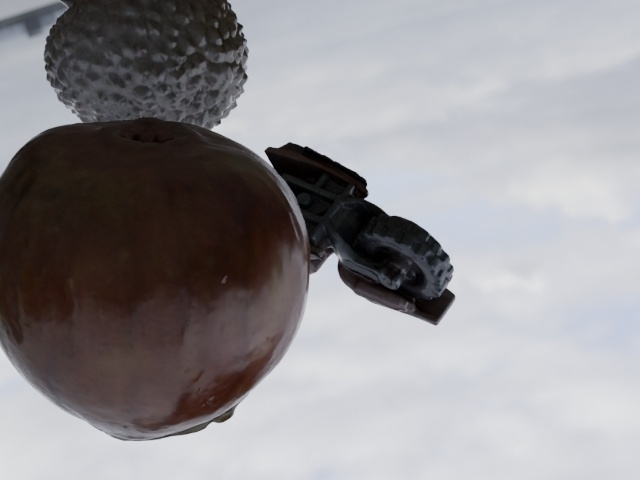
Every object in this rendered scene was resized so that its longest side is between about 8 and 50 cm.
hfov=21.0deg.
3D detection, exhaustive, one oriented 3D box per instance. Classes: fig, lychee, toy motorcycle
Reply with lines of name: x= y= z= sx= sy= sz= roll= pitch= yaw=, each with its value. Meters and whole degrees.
fig: x=-0.094 y=0.027 z=0.981 sx=0.205 sy=0.205 sz=0.205 roll=-17 pitch=-170 yaw=3
lychee: x=-0.152 y=-0.164 z=1.433 sx=0.165 sy=0.197 sz=0.165 roll=-46 pitch=177 yaw=-3
toy motorcycle: x=0.000 y=0.000 z=1.155 sx=0.212 sy=0.118 sz=0.084 roll=23 pitch=-120 yaw=29
